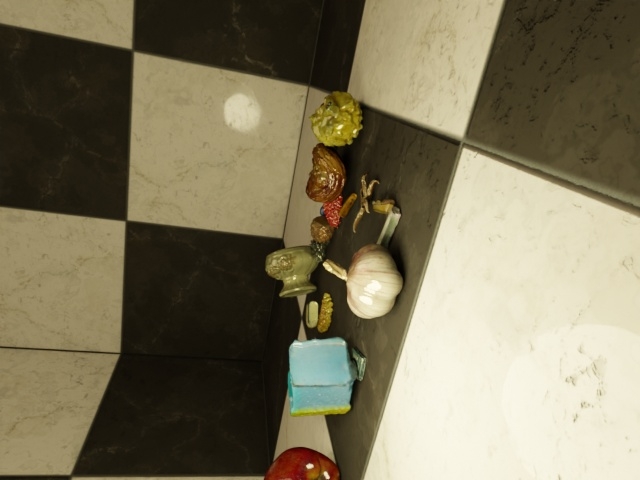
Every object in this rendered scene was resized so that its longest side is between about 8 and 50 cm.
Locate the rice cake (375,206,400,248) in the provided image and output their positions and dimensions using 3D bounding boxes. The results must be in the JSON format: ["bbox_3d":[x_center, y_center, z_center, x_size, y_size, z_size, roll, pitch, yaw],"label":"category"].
[{"bbox_3d":[0.220,-0.022,1.473,0.047,0.036,0.207,-80,5,-52],"label":"rice cake"}]

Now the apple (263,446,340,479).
[{"bbox_3d":[-0.072,0.950,1.705,0.317,0.288,0.288,-38,44,48],"label":"apple"}]

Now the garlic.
[{"bbox_3d":[0.119,0.115,1.379,0.245,0.253,0.245,-164,90,-74],"label":"garlic"}]

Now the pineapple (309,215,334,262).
[{"bbox_3d":[0.001,0.000,2.249,0.128,0.128,0.248,-101,16,-53],"label":"pineapple"}]

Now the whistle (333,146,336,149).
[{"bbox_3d":[0.054,-0.544,2.442,0.198,0.057,0.104,-93,25,-61],"label":"whistle"}]

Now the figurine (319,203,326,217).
[{"bbox_3d":[0.020,-0.150,2.325,0.077,0.079,0.136,54,157,0],"label":"figurine"}]

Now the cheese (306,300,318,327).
[{"bbox_3d":[-0.048,0.391,2.204,0.251,0.054,0.127,103,168,-66],"label":"cheese"}]

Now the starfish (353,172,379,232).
[{"bbox_3d":[0.171,-0.147,1.710,0.213,0.056,0.238,-119,41,-81],"label":"starfish"}]

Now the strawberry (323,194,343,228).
[{"bbox_3d":[0.060,-0.155,2.144,0.121,0.082,0.188,124,154,-57],"label":"strawberry"}]

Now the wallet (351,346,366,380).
[{"bbox_3d":[0.133,0.454,1.622,0.129,0.026,0.089,-159,76,-77],"label":"wallet"}]

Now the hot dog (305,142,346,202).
[{"bbox_3d":[0.023,-0.326,2.103,0.387,0.174,0.267,-99,22,-69],"label":"hot dog"}]

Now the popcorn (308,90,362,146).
[{"bbox_3d":[0.066,-0.539,1.952,0.249,0.225,0.250,0,89,36],"label":"popcorn"}]

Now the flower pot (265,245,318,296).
[{"bbox_3d":[-0.146,0.178,2.439,0.307,0.307,0.244,131,128,-68],"label":"flower pot"}]

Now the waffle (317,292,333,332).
[{"bbox_3d":[0.016,0.356,2.133,0.149,0.051,0.194,-114,33,-63],"label":"waffle"}]

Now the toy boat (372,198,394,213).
[{"bbox_3d":[0.216,-0.120,1.517,0.049,0.047,0.149,-69,16,0],"label":"toy boat"}]

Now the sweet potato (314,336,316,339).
[{"bbox_3d":[-0.035,0.564,2.312,0.026,0.026,0.115,-136,56,-74],"label":"sweet potato"}]

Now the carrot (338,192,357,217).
[{"bbox_3d":[0.123,-0.156,1.962,0.171,0.042,0.042,124,151,-57],"label":"carrot"}]

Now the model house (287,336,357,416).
[{"bbox_3d":[-0.001,0.548,1.654,0.216,0.237,0.303,-104,14,-58],"label":"model house"}]
